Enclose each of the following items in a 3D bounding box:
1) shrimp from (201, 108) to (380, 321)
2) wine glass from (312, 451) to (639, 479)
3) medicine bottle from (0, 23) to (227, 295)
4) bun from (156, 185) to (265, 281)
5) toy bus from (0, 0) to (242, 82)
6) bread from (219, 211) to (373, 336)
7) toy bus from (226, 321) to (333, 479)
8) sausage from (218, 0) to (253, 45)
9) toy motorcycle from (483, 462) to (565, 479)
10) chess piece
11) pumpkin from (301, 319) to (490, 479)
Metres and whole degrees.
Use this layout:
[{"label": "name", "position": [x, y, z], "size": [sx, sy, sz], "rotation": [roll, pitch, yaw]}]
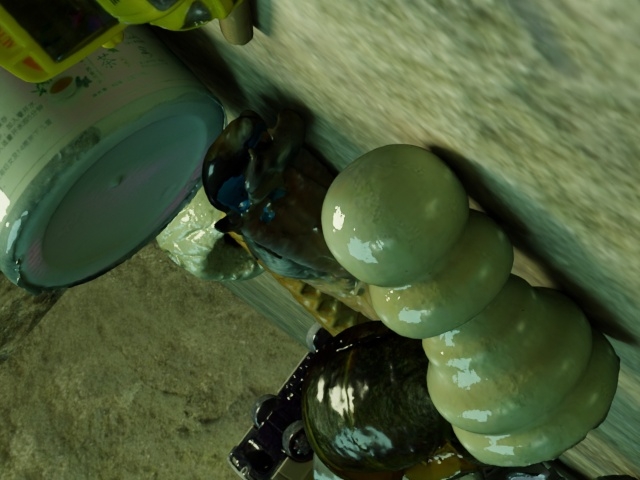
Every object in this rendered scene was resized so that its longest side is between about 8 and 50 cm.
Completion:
[{"label": "shrimp", "position": [0.000, 0.000, 1.064], "size": [0.221, 0.110, 0.445], "rotation": [29, 172, 25]}, {"label": "wine glass", "position": [0.205, 0.325, 1.383], "size": [0.267, 0.267, 0.406], "rotation": [45, 166, -33]}, {"label": "medicine bottle", "position": [-0.264, -0.134, 0.998], "size": [0.290, 0.245, 0.245], "rotation": [46, 174, 15]}, {"label": "bun", "position": [-0.167, -0.008, 1.652], "size": [0.212, 0.126, 0.204], "rotation": [42, 173, -19]}, {"label": "toy bus", "position": [-0.192, -0.200, 0.643], "size": [0.330, 0.152, 0.144], "rotation": [33, 169, 38]}, {"label": "bread", "position": [-0.012, 0.045, 1.413], "size": [0.077, 0.084, 0.367], "rotation": [-13, 139, 27]}, {"label": "toy bus", "position": [0.020, 0.267, 1.664], "size": [0.179, 0.305, 0.143], "rotation": [42, 171, -30]}, {"label": "sausage", "position": [-0.057, -0.156, 0.722], "size": [0.024, 0.024, 0.132], "rotation": [39, 173, 5]}, {"label": "toy motorcycle", "position": [0.283, 0.394, 1.575], "size": [0.143, 0.188, 0.327], "rotation": [49, 169, -17]}, {"label": "chess piece", "position": [0.094, 0.035, 0.770], "size": [0.243, 0.133, 0.133], "rotation": [50, 168, -25]}, {"label": "pumpkin", "position": [0.094, 0.147, 1.052], "size": [0.238, 0.159, 0.238], "rotation": [-4, 155, -2]}]
